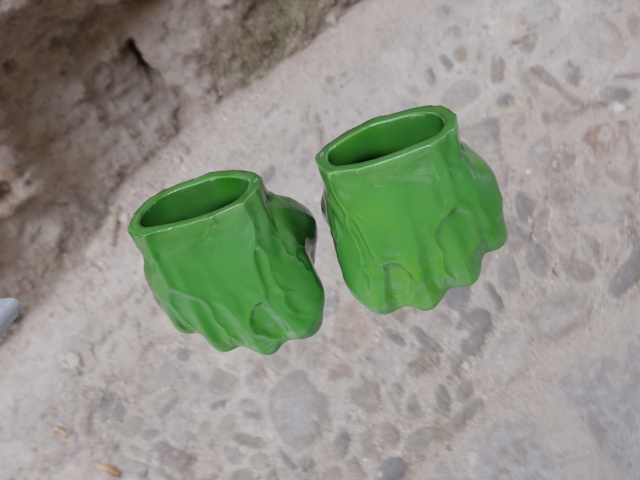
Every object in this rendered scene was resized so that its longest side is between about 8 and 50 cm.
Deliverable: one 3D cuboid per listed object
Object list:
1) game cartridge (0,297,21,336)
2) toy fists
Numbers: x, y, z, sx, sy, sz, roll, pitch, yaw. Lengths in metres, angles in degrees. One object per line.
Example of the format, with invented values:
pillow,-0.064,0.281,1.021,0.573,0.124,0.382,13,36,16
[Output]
game cartridge,-0.285,0.068,0.778,0.083,0.017,0.056,-7,30,15
toy fists,0.000,0.000,0.751,0.279,0.142,0.096,-17,29,9
